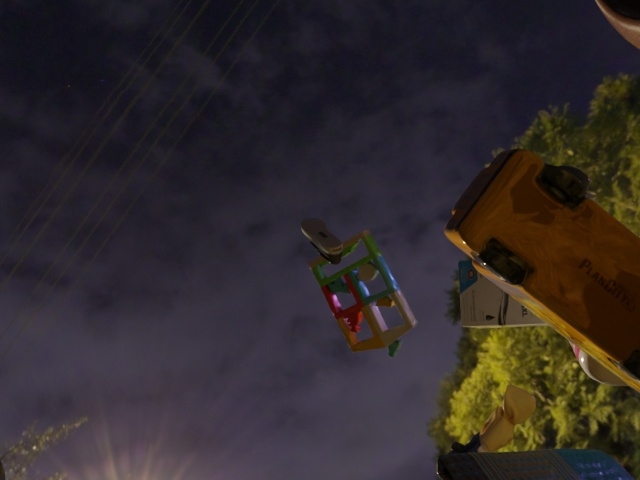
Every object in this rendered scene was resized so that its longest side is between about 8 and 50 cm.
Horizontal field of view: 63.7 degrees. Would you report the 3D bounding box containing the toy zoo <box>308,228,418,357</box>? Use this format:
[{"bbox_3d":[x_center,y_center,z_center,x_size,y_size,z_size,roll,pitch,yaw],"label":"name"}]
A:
[{"bbox_3d":[0.106,0.144,1.232,0.030,0.192,0.293,-18,-101,-53],"label":"toy zoo"}]

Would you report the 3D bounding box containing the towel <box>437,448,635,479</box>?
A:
[{"bbox_3d":[0.357,0.392,0.681,0.370,0.271,0.040,11,-66,-29],"label":"towel"}]

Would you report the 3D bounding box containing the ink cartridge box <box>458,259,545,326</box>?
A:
[{"bbox_3d":[0.405,0.107,1.088,0.086,0.203,0.148,13,-109,-44],"label":"ink cartridge box"}]

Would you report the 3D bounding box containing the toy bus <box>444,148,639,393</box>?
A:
[{"bbox_3d":[0.276,0.047,0.526,0.332,0.130,0.108,36,-88,-7],"label":"toy bus"}]

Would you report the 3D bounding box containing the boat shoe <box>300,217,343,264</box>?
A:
[{"bbox_3d":[0.000,0.000,0.990,0.049,0.142,0.040,-14,-59,-19],"label":"boat shoe"}]

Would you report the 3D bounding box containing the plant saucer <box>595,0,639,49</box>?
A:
[{"bbox_3d":[0.176,-0.171,0.238,0.029,0.168,0.168,-5,-72,-10],"label":"plant saucer"}]

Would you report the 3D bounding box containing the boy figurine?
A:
[{"bbox_3d":[0.454,0.502,1.364,0.177,0.092,0.285,-22,-35,-58],"label":"boy figurine"}]

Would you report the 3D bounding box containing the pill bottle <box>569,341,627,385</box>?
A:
[{"bbox_3d":[0.441,0.069,0.821,0.160,0.283,0.160,-1,-51,-2],"label":"pill bottle"}]

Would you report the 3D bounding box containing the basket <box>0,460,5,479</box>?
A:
[{"bbox_3d":[-0.455,0.315,0.526,0.154,0.227,0.204,-4,-72,7],"label":"basket"}]

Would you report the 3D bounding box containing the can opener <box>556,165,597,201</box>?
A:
[{"bbox_3d":[0.548,-0.157,1.232,0.076,0.283,0.095,-7,-64,-9],"label":"can opener"}]
